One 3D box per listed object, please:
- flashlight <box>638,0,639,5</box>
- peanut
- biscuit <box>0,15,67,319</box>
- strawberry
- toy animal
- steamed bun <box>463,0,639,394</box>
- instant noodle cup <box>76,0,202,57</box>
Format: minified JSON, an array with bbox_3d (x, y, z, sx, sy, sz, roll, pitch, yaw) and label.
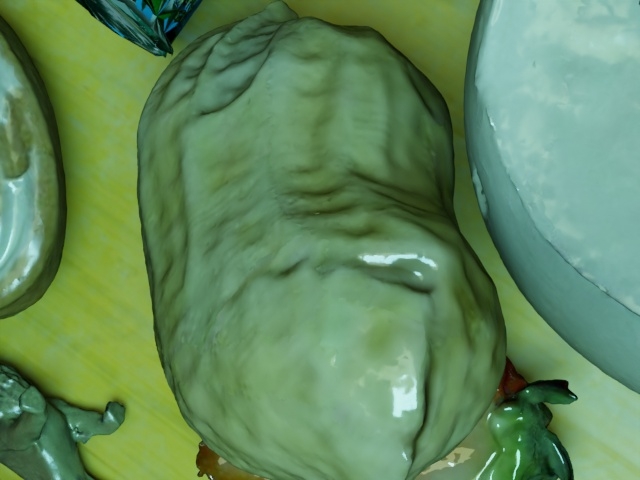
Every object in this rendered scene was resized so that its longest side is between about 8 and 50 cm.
[{"bbox_3d":[0.181,-0.106,0.612,0.110,0.052,0.031,-9,117,10],"label":"flashlight"},{"bbox_3d":[-0.004,0.004,0.739,0.174,0.158,0.340,-30,41,19],"label":"peanut"},{"bbox_3d":[-0.310,-0.036,0.910,0.344,0.057,0.287,-24,74,20],"label":"biscuit"},{"bbox_3d":[0.043,0.109,0.825,0.192,0.085,0.140,-38,81,12],"label":"strawberry"},{"bbox_3d":[-0.143,0.130,0.886,0.220,0.069,0.086,41,120,17],"label":"toy animal"},{"bbox_3d":[0.228,-0.068,0.715,0.324,0.206,0.324,-2,84,18],"label":"steamed bun"},{"bbox_3d":[-0.114,-0.233,0.811,0.240,0.240,0.178,38,87,12],"label":"instant noodle cup"}]
